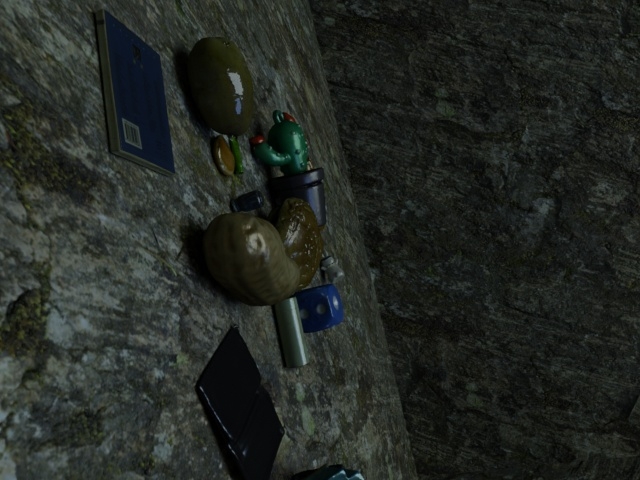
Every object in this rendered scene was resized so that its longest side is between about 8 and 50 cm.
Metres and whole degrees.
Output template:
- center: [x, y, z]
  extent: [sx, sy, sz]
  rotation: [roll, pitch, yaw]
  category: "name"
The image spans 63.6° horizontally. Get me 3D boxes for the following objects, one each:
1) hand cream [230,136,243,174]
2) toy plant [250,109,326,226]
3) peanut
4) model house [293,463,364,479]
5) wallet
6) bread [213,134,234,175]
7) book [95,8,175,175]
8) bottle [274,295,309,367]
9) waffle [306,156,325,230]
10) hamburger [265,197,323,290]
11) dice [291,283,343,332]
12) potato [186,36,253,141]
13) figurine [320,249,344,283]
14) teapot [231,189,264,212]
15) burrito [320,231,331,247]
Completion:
- center: [-0.236, -0.245, 1.453]
  extent: [0.036, 0.023, 0.121]
  rotation: [14, 64, -63]
  category: "hand cream"
- center: [-0.093, -0.235, 1.720]
  extent: [0.280, 0.185, 0.400]
  rotation: [-18, 103, -35]
  category: "toy plant"
- center: [-0.156, 0.052, 1.230]
  extent: [0.387, 0.170, 0.192]
  rotation: [62, 16, -60]
  category: "peanut"
- center: [-0.002, 0.725, 1.313]
  extent: [0.230, 0.249, 0.280]
  rotation: [-21, 86, -38]
  category: "model house"
- center: [-0.167, 0.382, 1.158]
  extent: [0.247, 0.041, 0.322]
  rotation: [-68, 141, -68]
  category: "wallet"
- center: [-0.253, -0.223, 1.359]
  extent: [0.110, 0.025, 0.110]
  rotation: [-12, 90, -76]
  category: "bread"
- center: [-0.351, -0.273, 0.995]
  extent: [0.191, 0.025, 0.269]
  rotation: [23, 56, -76]
  category: "book"
- center: [-0.086, 0.270, 1.528]
  extent: [0.072, 0.072, 0.201]
  rotation: [-9, 87, -77]
  category: "bottle"
- center: [-0.037, -0.195, 2.152]
  extent: [0.302, 0.068, 0.324]
  rotation: [54, 26, -61]
  category: "waffle"
- center: [-0.079, 0.018, 1.574]
  extent: [0.265, 0.134, 0.284]
  rotation: [-75, 151, -45]
  category: "hamburger"
- center: [-0.011, 0.227, 1.723]
  extent: [0.146, 0.146, 0.143]
  rotation: [-3, 79, -76]
  category: "dice"
- center: [-0.239, -0.369, 1.271]
  extent: [0.174, 0.159, 0.251]
  rotation: [-27, 116, -52]
  category: "potato"
- center: [0.031, 0.115, 2.199]
  extent: [0.146, 0.081, 0.098]
  rotation: [53, -38, 22]
  category: "figurine"
- center: [-0.194, -0.107, 1.380]
  extent: [0.063, 0.083, 0.049]
  rotation: [-99, 171, -49]
  category: "teapot"
- center: [0.000, 0.000, 2.147]
  extent: [0.226, 0.060, 0.086]
  rotation: [-19, 89, -75]
  category: "burrito"
